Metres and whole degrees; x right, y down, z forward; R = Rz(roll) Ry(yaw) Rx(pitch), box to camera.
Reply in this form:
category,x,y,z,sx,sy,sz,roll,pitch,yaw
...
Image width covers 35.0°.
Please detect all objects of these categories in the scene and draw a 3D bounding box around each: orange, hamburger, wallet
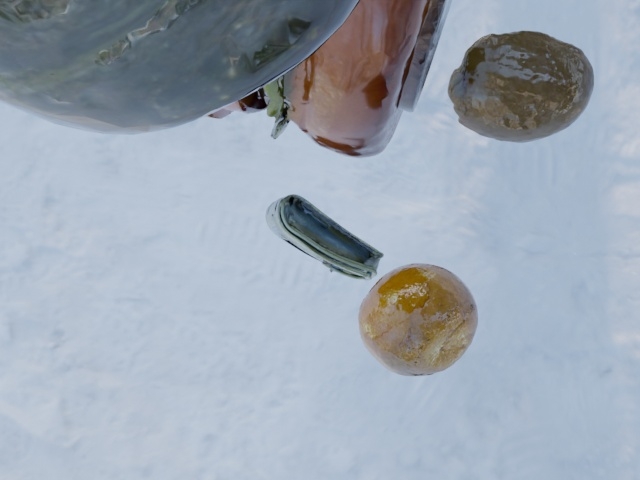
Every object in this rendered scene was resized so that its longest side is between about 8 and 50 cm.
category,x,y,z,sx,sy,sz,roll,pitch,yaw
orange,0.066,0.053,0.687,0.083,0.083,0.070,-49,53,9
hamburger,-0.015,-0.234,0.765,0.250,0.330,0.329,19,94,4
wallet,0.000,0.000,0.941,0.110,0.155,0.039,32,87,-5

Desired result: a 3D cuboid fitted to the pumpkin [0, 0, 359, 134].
category,x,y,z,sx,sy,sz,roll,pitch,yaw
pumpkin,-0.116,-0.207,0.327,0.242,0.232,0.325,-46,70,-1

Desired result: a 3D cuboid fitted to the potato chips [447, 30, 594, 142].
category,x,y,z,sx,sy,sz,roll,pitch,yaw
potato chips,0.264,-0.194,1.312,0.202,0.049,0.150,13,107,-18
